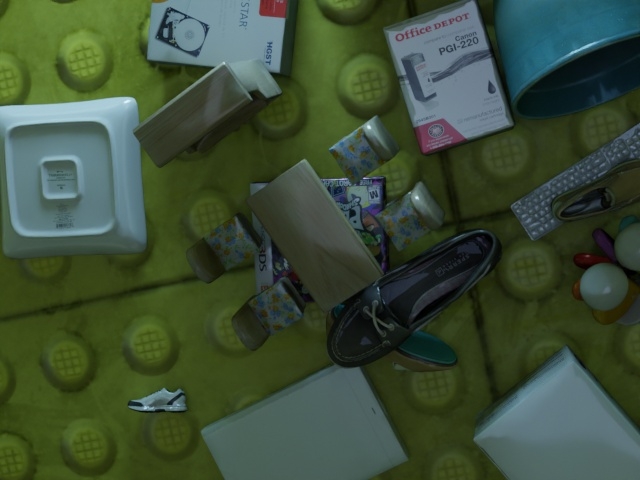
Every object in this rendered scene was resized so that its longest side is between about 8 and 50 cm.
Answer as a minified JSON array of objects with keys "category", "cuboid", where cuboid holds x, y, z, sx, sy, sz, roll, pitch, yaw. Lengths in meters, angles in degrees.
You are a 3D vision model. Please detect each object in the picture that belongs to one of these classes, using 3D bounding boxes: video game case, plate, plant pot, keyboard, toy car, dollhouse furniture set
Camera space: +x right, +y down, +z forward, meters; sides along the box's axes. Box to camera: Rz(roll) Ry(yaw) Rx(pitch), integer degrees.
[{"category":"video game case","cuboid":[0.000,0.000,1.700,0.232,0.042,0.210,-1,96,10]},{"category":"plate","cuboid":[-0.452,-0.108,1.771,0.277,0.045,0.278,-2,95,10]},{"category":"plant pot","cuboid":[0.376,-0.355,1.503,0.272,0.271,0.255,-20,77,11]},{"category":"keyboard","cuboid":[0.436,-0.096,1.628,0.256,0.014,0.072,-33,88,11]},{"category":"toy car","cuboid":[0.473,0.038,1.581,0.182,0.159,0.136,-52,48,10]},{"category":"dollhouse furniture set","cuboid":[-0.067,-0.069,1.533,0.362,0.256,0.394,-34,94,15]}]

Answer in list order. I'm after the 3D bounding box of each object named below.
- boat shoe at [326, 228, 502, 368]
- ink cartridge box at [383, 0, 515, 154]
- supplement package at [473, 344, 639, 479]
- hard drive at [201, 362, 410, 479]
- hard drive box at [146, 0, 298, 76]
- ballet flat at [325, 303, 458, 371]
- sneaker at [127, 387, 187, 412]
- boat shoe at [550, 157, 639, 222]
[{"category":"boat shoe","cuboid":[0.147,0.084,1.612,0.335,0.095,0.112,-35,78,-5]},{"category":"ink cartridge box","cuboid":[0.208,-0.263,1.617,0.158,0.092,0.218,-17,90,11]},{"category":"supplement package","cuboid":[0.407,0.338,1.602,0.204,0.145,0.262,-41,87,11]},{"category":"hard drive","cuboid":[-0.028,0.351,1.735,0.307,0.040,0.203,-28,89,11]},{"category":"hard drive box","cuboid":[-0.161,-0.377,1.674,0.232,0.089,0.181,6,96,9]},{"category":"ballet flat","cuboid":[0.117,0.176,1.689,0.232,0.080,0.073,23,126,10]},{"category":"sneaker","cuboid":[-0.289,0.285,1.781,0.109,0.040,0.043,-2,78,7]},{"category":"boat shoe","cuboid":[0.461,-0.073,1.586,0.190,0.072,0.068,-27,95,10]}]
